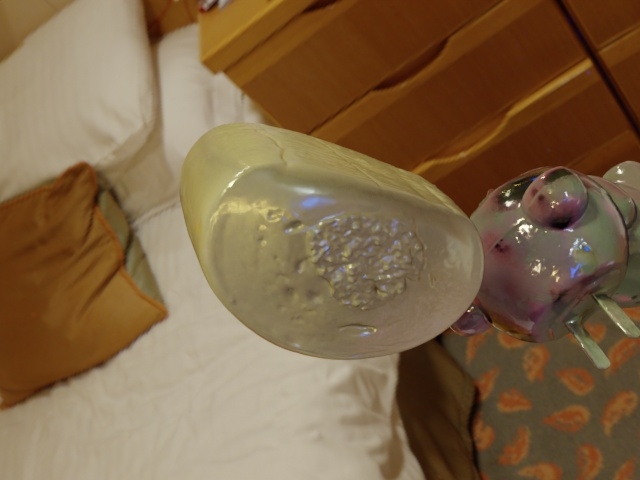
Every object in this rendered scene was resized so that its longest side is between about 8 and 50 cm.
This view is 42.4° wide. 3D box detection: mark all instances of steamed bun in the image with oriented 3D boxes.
[{"bbox_3d":[0.000,0.000,0.704,0.154,0.250,0.200,-67,23,14],"label":"steamed bun"}]

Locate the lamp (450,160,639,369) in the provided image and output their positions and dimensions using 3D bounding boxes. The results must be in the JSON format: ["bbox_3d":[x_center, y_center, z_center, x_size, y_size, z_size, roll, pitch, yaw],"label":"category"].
[{"bbox_3d":[0.307,0.031,0.972,0.247,0.301,0.247,-57,50,39],"label":"lamp"}]
